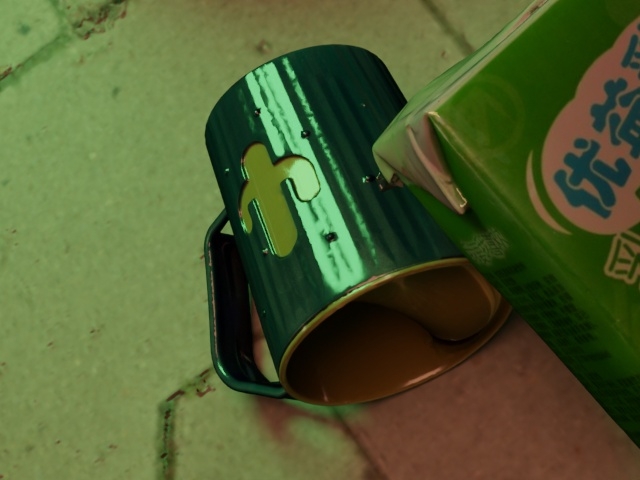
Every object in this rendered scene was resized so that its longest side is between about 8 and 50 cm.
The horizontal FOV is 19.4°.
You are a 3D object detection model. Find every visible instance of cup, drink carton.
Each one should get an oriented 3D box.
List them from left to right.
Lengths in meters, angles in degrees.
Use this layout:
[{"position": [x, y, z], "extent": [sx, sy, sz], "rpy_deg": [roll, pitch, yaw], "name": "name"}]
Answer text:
[{"position": [0.000, 0.000, 0.996], "extent": [0.176, 0.131, 0.155], "rpy_deg": [-39, 58, 29], "name": "cup"}, {"position": [0.171, 0.002, 0.869], "extent": [0.161, 0.108, 0.271], "rpy_deg": [-42, 93, -13], "name": "drink carton"}]
